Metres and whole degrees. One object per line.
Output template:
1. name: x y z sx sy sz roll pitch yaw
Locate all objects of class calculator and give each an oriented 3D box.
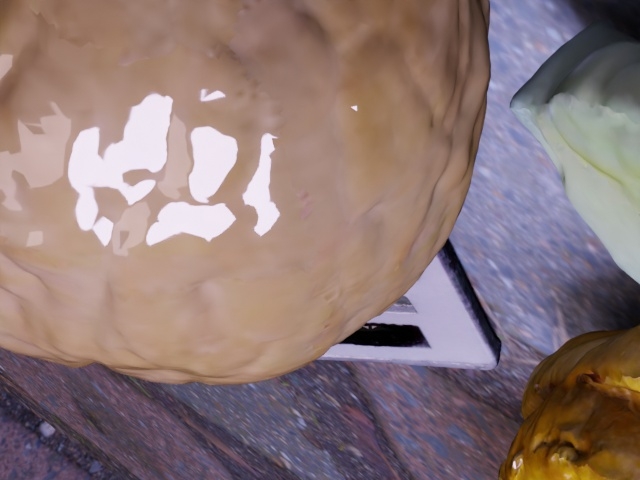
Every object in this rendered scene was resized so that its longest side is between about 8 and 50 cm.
1. calculator: 0.000 0.000 1.099 0.161 0.021 0.262 1 145 27

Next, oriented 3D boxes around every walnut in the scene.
1. walnut: -0.062 -0.092 0.684 0.252 0.277 0.313 4 155 -4

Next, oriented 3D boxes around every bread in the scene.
1. bread: 0.190 0.125 0.913 0.198 0.120 0.236 41 164 -5

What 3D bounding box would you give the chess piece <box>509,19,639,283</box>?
1. chess piece: 0.177 0.010 0.648 0.176 0.176 0.298 47 176 -19
